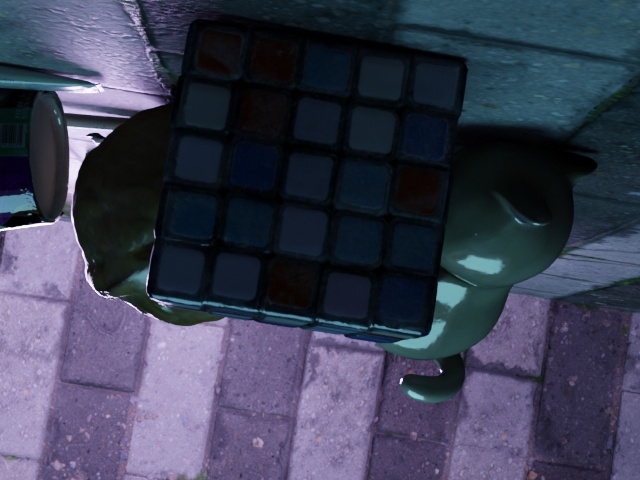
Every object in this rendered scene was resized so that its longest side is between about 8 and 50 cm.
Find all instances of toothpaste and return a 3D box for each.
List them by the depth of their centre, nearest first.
[{"bbox_3d":[-0.394,-0.211,1.594,0.218,0.033,0.052,7,175,-3],"label":"toothpaste"}]

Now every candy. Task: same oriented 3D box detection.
[{"bbox_3d":[-0.338,-0.143,2.066,0.094,0.051,0.226,12,174,2],"label":"candy"}]

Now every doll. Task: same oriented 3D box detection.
[{"bbox_3d":[0.179,0.015,1.611,0.226,0.370,0.215,41,-141,15],"label":"doll"}]

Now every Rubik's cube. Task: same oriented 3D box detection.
[{"bbox_3d":[-0.020,-0.049,1.314,0.287,0.292,0.293,9,176,-4],"label":"Rubik's cube"}]

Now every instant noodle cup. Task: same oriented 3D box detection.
[{"bbox_3d":[-0.462,-0.118,1.679,0.190,0.251,0.251,-1,173,5],"label":"instant noodle cup"}]

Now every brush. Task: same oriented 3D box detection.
[{"bbox_3d":[-0.386,-0.185,1.852,0.299,0.039,0.042,5,177,12],"label":"brush"}]

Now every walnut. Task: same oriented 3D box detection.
[{"bbox_3d":[-0.199,-0.033,1.687,0.306,0.306,0.344,13,167,-35],"label":"walnut"}]

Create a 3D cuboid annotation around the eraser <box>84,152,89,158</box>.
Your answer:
[{"bbox_3d":[-0.430,-0.131,2.312,0.029,0.052,0.122,11,175,-2],"label":"eraser"}]
